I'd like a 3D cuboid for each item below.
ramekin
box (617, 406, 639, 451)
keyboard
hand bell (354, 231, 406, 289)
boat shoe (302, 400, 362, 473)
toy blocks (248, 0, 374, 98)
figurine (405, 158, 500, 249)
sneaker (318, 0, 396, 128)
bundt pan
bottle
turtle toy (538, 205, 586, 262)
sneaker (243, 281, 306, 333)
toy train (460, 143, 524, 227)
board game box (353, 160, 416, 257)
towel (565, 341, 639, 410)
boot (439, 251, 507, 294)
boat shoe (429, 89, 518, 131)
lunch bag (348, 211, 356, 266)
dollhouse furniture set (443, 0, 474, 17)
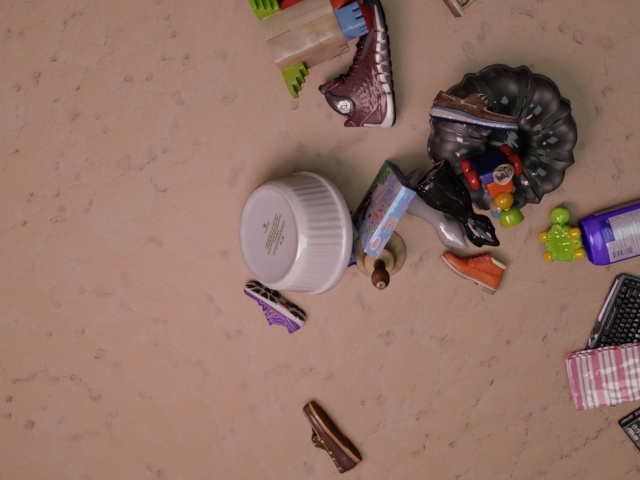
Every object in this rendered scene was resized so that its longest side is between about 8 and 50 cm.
[{"bbox_3d":[-0.066,-0.014,1.653,0.127,0.273,0.273,-4,111,-41],"label":"ramekin"},{"bbox_3d":[0.846,0.460,1.841,0.184,0.045,0.191,-39,99,10],"label":"box"},{"bbox_3d":[0.731,0.246,1.797,0.201,0.033,0.317,16,107,-1],"label":"keyboard"},{"bbox_3d":[0.129,0.062,1.678,0.126,0.242,0.126,1,106,4],"label":"hand bell"},{"bbox_3d":[0.016,0.489,1.890,0.073,0.073,0.207,-36,100,10],"label":"boat shoe"},{"bbox_3d":[-0.008,-0.517,1.544,0.261,0.191,0.381,-21,78,9],"label":"toy blocks"},{"bbox_3d":[0.272,-0.058,1.668,0.209,0.215,0.092,47,75,-10],"label":"figurine"},{"bbox_3d":[0.070,-0.370,1.637,0.162,0.106,0.281,-5,106,9],"label":"sneaker"},{"bbox_3d":[0.397,-0.210,1.647,0.330,0.124,0.331,1,104,4],"label":"bundt pan"},{"bbox_3d":[0.721,-0.034,1.687,0.282,0.092,0.118,-18,100,8],"label":"bottle"},{"bbox_3d":[0.543,-0.011,1.717,0.095,0.066,0.130,-7,108,37],"label":"turtle toy"},{"bbox_3d":[-0.117,0.163,1.815,0.170,0.068,0.071,38,110,-7],"label":"sneaker"},{"bbox_3d":[0.355,-0.087,1.494,0.105,0.248,0.143,-21,107,9],"label":"toy train"},{"bbox_3d":[0.133,-0.072,1.655,0.039,0.211,0.160,26,106,-14],"label":"board game box"},{"bbox_3d":[0.682,0.318,1.792,0.197,0.029,0.144,-12,102,13],"label":"towel"},{"bbox_3d":[0.350,0.053,1.759,0.158,0.059,0.085,27,103,-12],"label":"boot"},{"bbox_3d":[0.311,-0.264,1.542,0.183,0.066,0.066,15,93,20],"label":"boat shoe"},{"bbox_3d":[0.000,0.000,1.744,0.151,0.096,0.129,1,101,35],"label":"lunch bag"},{"bbox_3d":[0.300,-0.559,1.556,0.151,0.123,0.144,-37,100,12],"label":"dollhouse furniture set"}]
